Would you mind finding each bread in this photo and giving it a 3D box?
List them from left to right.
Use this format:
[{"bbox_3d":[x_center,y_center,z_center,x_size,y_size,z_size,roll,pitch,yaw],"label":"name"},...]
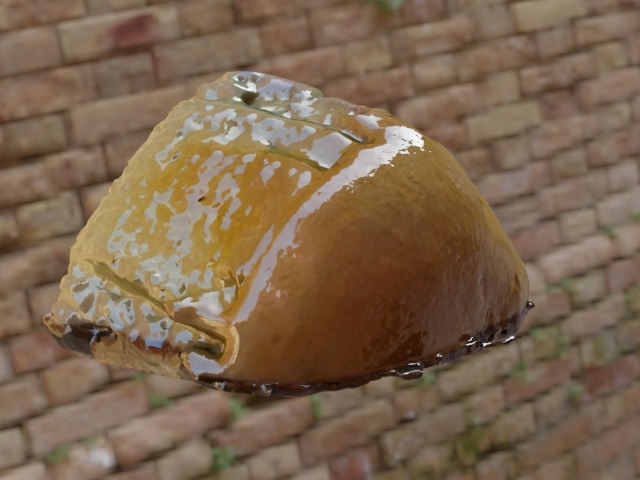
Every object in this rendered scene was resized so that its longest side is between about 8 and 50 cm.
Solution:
[{"bbox_3d":[0.000,0.000,1.004,0.204,0.162,0.262,21,26,34],"label":"bread"}]
